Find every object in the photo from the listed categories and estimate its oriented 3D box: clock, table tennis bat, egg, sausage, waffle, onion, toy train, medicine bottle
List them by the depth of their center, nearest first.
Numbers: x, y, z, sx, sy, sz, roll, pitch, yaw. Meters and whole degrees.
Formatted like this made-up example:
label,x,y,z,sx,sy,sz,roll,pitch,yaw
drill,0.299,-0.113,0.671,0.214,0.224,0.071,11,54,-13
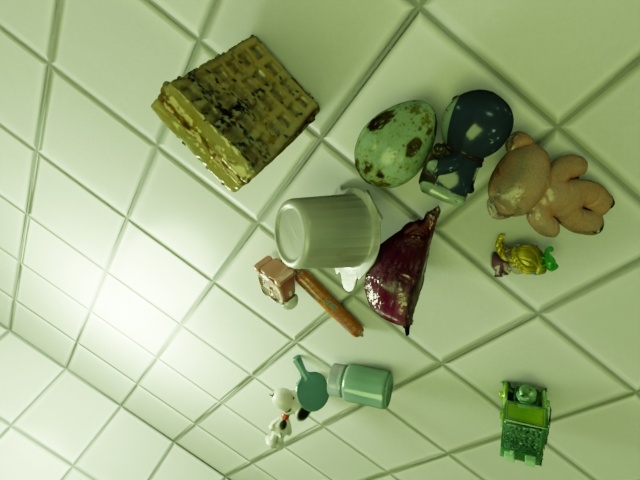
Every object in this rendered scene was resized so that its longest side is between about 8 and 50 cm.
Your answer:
label,x,y,z,sx,sy,sz,roll,pitch,yaw
clock,0.320,-0.210,0.998,0.147,0.200,0.243,31,115,19
waffle,-0.171,-0.302,1.025,0.114,0.376,0.261,-30,108,39
egg,0.178,-0.226,1.062,0.169,0.169,0.231,38,122,-7
onion,0.213,0.055,1.227,0.159,0.267,0.348,13,106,13
toy train,0.656,0.588,1.463,0.159,0.188,0.271,6,129,23
clock,-0.142,0.147,1.545,0.166,0.093,0.162,29,141,35
sausage,0.032,0.219,1.553,0.348,0.053,0.053,46,130,-13
medicine bottle,0.150,0.539,1.691,0.226,0.139,0.139,6,128,20
table tennis bat,-0.050,0.574,1.827,0.038,0.149,0.237,-24,94,60

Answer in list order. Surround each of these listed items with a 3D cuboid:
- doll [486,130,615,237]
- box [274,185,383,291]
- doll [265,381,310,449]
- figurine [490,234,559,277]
label,x,y,z,sx,sy,sz,roll,pitch,yaw
doll,0.516,-0.107,1.043,0.304,0.156,0.201,21,92,-15
box,0.000,0.000,1.203,0.262,0.207,0.291,22,110,56
doll,-0.121,0.730,1.892,0.208,0.144,0.271,4,96,-13
figurine,0.522,0.036,1.164,0.156,0.095,0.114,-5,104,49
